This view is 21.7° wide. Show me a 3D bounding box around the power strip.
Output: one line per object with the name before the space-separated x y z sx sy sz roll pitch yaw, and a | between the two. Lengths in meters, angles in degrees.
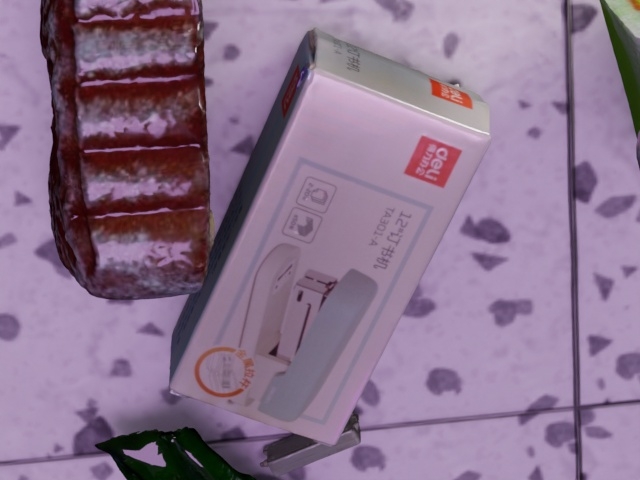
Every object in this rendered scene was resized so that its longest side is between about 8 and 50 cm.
power strip | -0.007 0.152 1.239 0.083 0.027 0.017 -24 113 11

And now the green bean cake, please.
green bean cake | -0.127 -0.081 1.064 0.097 0.198 0.232 -4 101 -10

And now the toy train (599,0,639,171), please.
toy train | 0.329 -0.103 1.004 0.307 0.249 0.173 -18 114 5

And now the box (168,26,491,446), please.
box | 0.000 0.000 1.135 0.135 0.079 0.269 20 114 -13

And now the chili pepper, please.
chili pepper | -0.066 0.200 1.235 0.224 0.061 0.098 34 140 -25
